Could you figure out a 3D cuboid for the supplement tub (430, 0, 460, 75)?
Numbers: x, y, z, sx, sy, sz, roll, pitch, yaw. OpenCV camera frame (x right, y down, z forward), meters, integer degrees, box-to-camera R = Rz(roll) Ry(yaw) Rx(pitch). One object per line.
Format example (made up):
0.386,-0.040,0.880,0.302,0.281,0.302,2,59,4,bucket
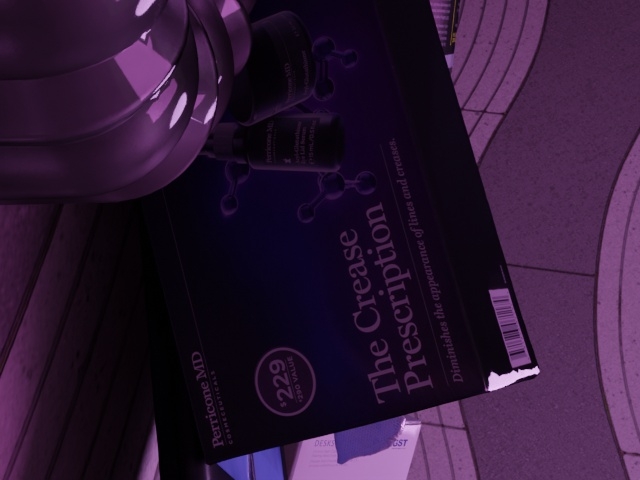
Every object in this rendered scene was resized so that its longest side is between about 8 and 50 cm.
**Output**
0.046,-0.275,1.214,0.207,0.207,0.337,-53,150,-75,supplement tub

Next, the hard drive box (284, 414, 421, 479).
-0.012,0.277,1.181,0.181,0.089,0.232,11,98,-45,hard drive box

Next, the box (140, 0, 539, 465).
-0.003,-0.018,0.695,0.103,0.184,0.261,0,72,-61,box

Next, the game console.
-0.071,0.111,0.866,0.342,0.060,0.386,81,-1,-67,game console

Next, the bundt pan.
-0.099,-0.165,0.530,0.331,0.124,0.330,8,90,-82,bundt pan

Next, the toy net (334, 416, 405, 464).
-0.020,0.134,1.055,0.045,0.232,0.122,38,64,-59,toy net
